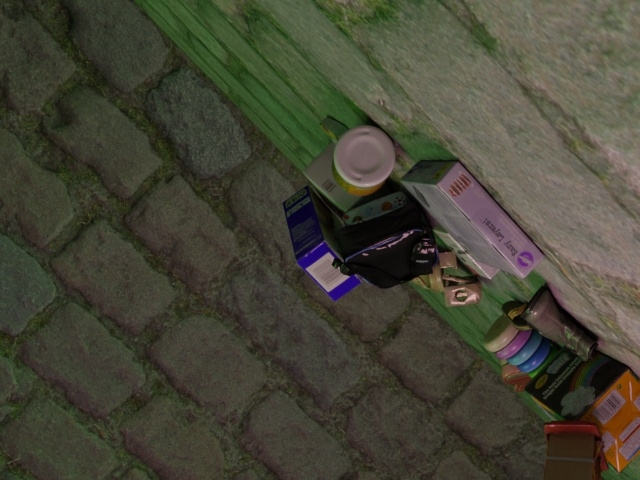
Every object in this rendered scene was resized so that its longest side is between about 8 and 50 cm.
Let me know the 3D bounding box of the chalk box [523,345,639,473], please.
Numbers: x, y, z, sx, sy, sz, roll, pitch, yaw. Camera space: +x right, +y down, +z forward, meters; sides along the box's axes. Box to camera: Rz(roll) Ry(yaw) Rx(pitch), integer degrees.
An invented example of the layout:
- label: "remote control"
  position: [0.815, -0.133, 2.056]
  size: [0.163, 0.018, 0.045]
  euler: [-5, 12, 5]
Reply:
- label: "chalk box"
  position: [0.615, 0.364, 1.684]
  size: [0.179, 0.180, 0.289]
  euler: [46, 178, -14]

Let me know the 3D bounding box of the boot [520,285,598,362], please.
- label: "boot"
  position: [0.523, 0.184, 1.561]
  size: [0.161, 0.083, 0.246]
  euler: [36, 179, 27]

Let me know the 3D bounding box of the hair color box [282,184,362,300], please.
- label: "hair color box"
  position: [0.000, 0.000, 2.107]
  size: [0.185, 0.110, 0.339]
  euler: [48, -168, -30]

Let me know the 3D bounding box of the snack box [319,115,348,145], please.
- label: "snack box"
  position: [0.067, -0.259, 1.934]
  size: [0.141, 0.037, 0.100]
  euler: [47, 178, -40]

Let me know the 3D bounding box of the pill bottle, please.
- label: "pill bottle"
  position: [0.095, -0.176, 1.689]
  size: [0.136, 0.136, 0.246]
  euler: [45, 177, 2]

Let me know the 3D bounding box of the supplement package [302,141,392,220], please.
- label: "supplement package"
  position: [0.088, -0.149, 2.094]
  size: [0.194, 0.149, 0.203]
  euler: [44, 177, 28]

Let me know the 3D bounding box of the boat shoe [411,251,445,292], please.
- label: "boat shoe"
  position: [0.315, 0.098, 2.244]
  size: [0.341, 0.110, 0.122]
  euler: [-73, -23, -88]

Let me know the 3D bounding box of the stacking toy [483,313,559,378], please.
- label: "stacking toy"
  position: [0.610, 0.337, 1.983]
  size: [0.330, 0.141, 0.141]
  euler: [40, 178, -2]

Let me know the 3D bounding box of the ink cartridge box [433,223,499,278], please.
- label: "ink cartridge box"
  position: [0.337, 0.009, 1.652]
  size: [0.150, 0.063, 0.109]
  euler: [45, 178, -9]

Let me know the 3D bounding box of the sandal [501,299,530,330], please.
- label: "sandal"
  position: [0.506, 0.180, 1.839]
  size: [0.180, 0.072, 0.049]
  euler: [-130, 17, -72]

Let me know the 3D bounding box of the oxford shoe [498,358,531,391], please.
- label: "oxford shoe"
  position: [0.669, 0.399, 2.366]
  size: [0.397, 0.140, 0.146]
  euler: [40, -147, -58]

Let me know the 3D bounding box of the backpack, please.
- label: "backpack"
  position: [0.189, 0.012, 1.969]
  size: [0.263, 0.276, 0.213]
  euler: [52, -154, -52]

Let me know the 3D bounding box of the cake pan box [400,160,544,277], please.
- label: "cake pan box"
  position: [0.295, -0.044, 1.447]
  size: [0.267, 0.070, 0.246]
  euler: [45, 180, -10]

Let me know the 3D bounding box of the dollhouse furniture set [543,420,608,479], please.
- label: "dollhouse furniture set"
  position: [0.621, 0.480, 1.415]
  size: [0.374, 0.201, 0.152]
  euler: [-6, 124, 28]

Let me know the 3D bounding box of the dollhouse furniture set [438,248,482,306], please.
- label: "dollhouse furniture set"
  position: [0.400, 0.084, 2.065]
  size: [0.182, 0.101, 0.161]
  euler: [-40, -59, -74]
